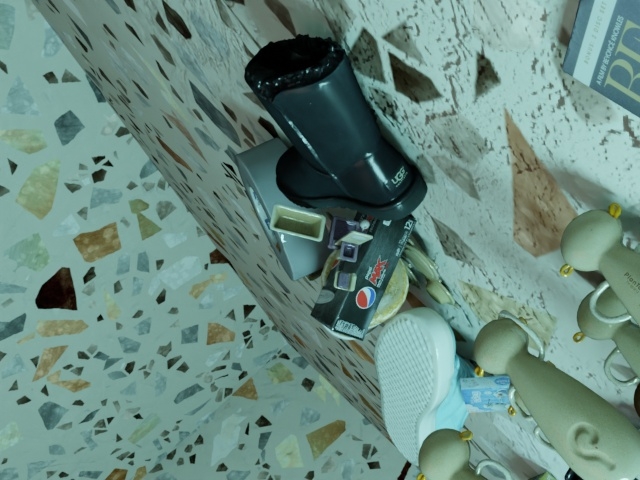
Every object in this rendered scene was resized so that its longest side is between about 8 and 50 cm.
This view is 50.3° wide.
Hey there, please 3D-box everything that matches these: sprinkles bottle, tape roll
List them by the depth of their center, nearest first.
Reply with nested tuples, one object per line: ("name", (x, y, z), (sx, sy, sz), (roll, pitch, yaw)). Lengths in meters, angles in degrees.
("tape roll", (-0.058, -0.048, 1.077), (0.219, 0.072, 0.219), (156, 90, -81))
("sprinkles bottle", (0.056, 0.088, 1.082), (0.121, 0.121, 0.355), (46, 171, 8))

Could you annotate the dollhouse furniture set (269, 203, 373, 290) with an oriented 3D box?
("dollhouse furniture set", (0.000, 0.000, 0.783), (0.114, 0.091, 0.081), (14, 164, -15))

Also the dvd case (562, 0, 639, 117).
("dvd case", (0.217, -0.079, 0.308), (0.221, 0.018, 0.164), (43, 167, 24))

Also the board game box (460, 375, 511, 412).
("board game box", (0.250, 0.220, 0.975), (0.090, 0.090, 0.020), (64, -155, -52))

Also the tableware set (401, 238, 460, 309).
("tableware set", (0.128, 0.031, 0.942), (0.141, 0.020, 0.168), (41, 169, 41))

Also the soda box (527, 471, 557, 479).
("soda box", (0.411, 0.482, 1.278), (0.061, 0.058, 0.181), (43, 166, 20))

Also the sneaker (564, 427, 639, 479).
("sneaker", (0.341, 0.265, 0.751), (0.084, 0.097, 0.234), (45, 167, 10))

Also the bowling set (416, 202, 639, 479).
("bowling set", (0.220, 0.123, 0.574), (0.200, 0.287, 0.154), (7, -145, -54))

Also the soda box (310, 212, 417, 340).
("soda box", (0.053, 0.035, 0.859), (0.053, 0.169, 0.060), (23, -178, -33))

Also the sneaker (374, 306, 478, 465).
("sneaker", (0.178, 0.204, 1.061), (0.135, 0.150, 0.366), (44, 153, 31))

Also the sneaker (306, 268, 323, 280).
("sneaker", (-0.023, 0.010, 1.318), (0.086, 0.064, 0.192), (52, 169, 16))

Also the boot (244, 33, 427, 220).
("boot", (-0.013, -0.128, 0.753), (0.246, 0.094, 0.207), (20, 154, 52))
